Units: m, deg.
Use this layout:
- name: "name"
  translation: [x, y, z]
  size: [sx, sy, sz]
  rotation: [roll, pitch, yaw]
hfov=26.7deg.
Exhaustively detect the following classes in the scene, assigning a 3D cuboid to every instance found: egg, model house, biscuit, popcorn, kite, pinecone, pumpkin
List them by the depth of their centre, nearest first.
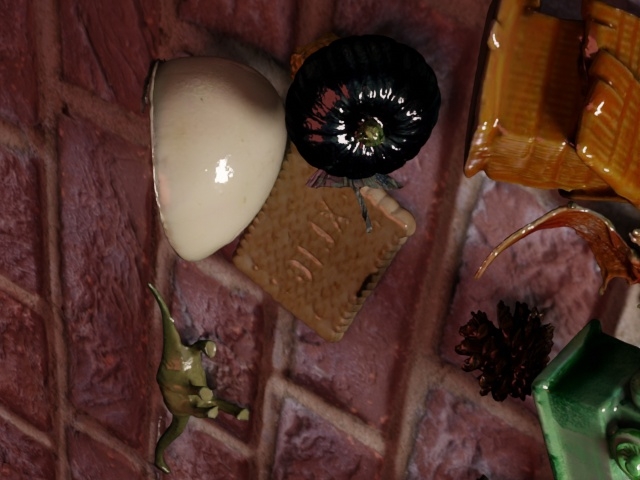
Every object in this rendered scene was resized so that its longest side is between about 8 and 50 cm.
- name: "model house"
  translation: [0.278, -0.152, 1.479]
  size: [0.229, 0.199, 0.219]
  rotation: [14, 176, 3]
- name: "pumpkin"
  translation: [0.052, -0.163, 1.658]
  size: [0.194, 0.194, 0.150]
  rotation: [-36, 54, 51]
- name: "popcorn"
  translation: [-0.002, -0.229, 1.720]
  size: [0.082, 0.083, 0.057]
  rotation: [-27, 101, 24]
- name: "pinecone"
  translation: [0.239, 0.143, 1.759]
  size: [0.121, 0.140, 0.140]
  rotation: [26, 136, 26]
- name: "kite"
  translation: [0.046, -0.071, 1.782]
  size: [0.011, 0.139, 0.156]
  rotation: [109, 152, -49]
- name: "egg"
  translation: [-0.129, -0.111, 1.825]
  size: [0.174, 0.264, 0.286]
  rotation: [-1, 113, 8]
- name: "biscuit"
  translation: [0.000, 0.000, 1.930]
  size: [0.217, 0.044, 0.325]
  rotation: [39, 140, 9]

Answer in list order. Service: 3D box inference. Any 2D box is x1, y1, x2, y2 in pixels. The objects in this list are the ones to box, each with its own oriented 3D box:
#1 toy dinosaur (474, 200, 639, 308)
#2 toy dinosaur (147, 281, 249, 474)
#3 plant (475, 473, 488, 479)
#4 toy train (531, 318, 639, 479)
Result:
- name: "toy dinosaur"
  translation: [0.372, 0.066, 1.569]
  size: [0.327, 0.113, 0.206]
  rotation: [33, 161, -18]
- name: "toy dinosaur"
  translation: [-0.268, 0.248, 2.360]
  size: [0.301, 0.087, 0.447]
  rotation: [5, 123, 48]
- name: "plant"
  translation: [0.280, 0.474, 1.933]
  size: [0.312, 0.215, 0.213]
  rotation: [38, 136, 18]
- name: "toy train"
  translation: [0.379, 0.244, 1.613]
  size: [0.202, 0.145, 0.266]
  rotation: [23, 143, 42]
